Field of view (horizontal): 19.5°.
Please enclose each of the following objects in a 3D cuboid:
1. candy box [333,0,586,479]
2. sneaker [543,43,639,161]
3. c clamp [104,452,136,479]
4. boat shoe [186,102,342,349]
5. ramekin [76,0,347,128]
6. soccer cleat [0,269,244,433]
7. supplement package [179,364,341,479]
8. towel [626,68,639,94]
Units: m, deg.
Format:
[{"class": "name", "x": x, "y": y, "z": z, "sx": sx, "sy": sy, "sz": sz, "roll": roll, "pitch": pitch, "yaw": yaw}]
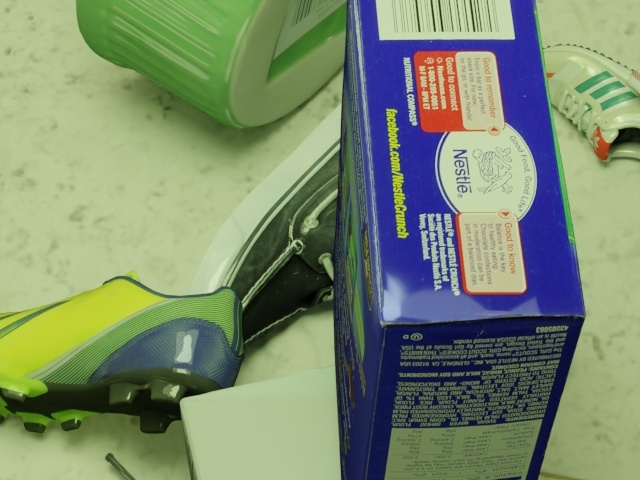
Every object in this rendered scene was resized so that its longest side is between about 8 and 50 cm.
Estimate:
[{"class": "candy box", "x": 0.073, "y": 0.026, "z": 1.166, "sx": 0.122, "sy": 0.317, "sz": 0.268, "roll": 0, "pitch": 55, "yaw": -4}, {"class": "sneaker", "x": 0.238, "y": -0.111, "z": 1.591, "sx": 0.161, "sy": 0.057, "sz": 0.075, "roll": 24, "pitch": 54, "yaw": 15}, {"class": "c clamp", "x": -0.159, "y": 0.255, "z": 1.382, "sx": 0.137, "sy": 0.022, "sz": 0.160, "roll": 35, "pitch": 62, "yaw": 18}, {"class": "boat shoe", "x": 0.000, "y": 0.000, "z": 1.503, "sx": 0.102, "sy": 0.108, "sz": 0.301, "roll": 27, "pitch": 53, "yaw": 21}, {"class": "ramekin", "x": -0.047, "y": -0.239, "z": 1.555, "sx": 0.148, "sy": 0.303, "sz": 0.303, "roll": 37, "pitch": 64, "yaw": 17}, {"class": "soccer cleat", "x": -0.184, "y": 0.079, "z": 1.427, "sx": 0.289, "sy": 0.093, "sz": 0.121, "roll": 1, "pitch": 59, "yaw": 29}, {"class": "supplement package", "x": 0.017, "y": 0.212, "z": 1.321, "sx": 0.194, "sy": 0.149, "sz": 0.203, "roll": -12, "pitch": 56, "yaw": -6}, {"class": "towel", "x": 0.368, "y": -0.150, "z": 1.537, "sx": 0.197, "sy": 0.029, "sz": 0.144, "roll": -36, "pitch": 50, "yaw": -20}]
